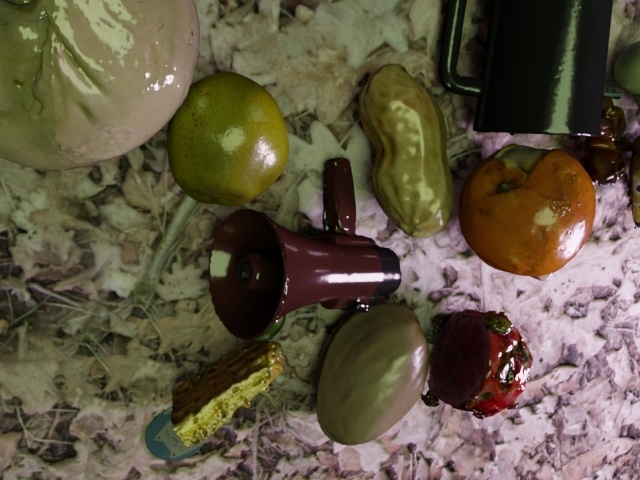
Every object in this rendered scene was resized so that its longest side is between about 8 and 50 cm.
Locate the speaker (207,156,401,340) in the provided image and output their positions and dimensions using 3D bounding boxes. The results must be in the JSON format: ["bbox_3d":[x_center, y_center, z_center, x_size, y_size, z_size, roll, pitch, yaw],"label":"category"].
[{"bbox_3d":[-0.020,0.011,0.898,0.330,0.259,0.198,-6,153,-46],"label":"speaker"}]

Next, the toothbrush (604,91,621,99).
[{"bbox_3d":[0.517,-0.298,1.068,0.220,0.016,0.019,-2,97,-17],"label":"toothbrush"}]

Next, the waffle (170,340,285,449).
[{"bbox_3d":[-0.154,0.245,0.916,0.211,0.160,0.055,-35,104,-11],"label":"waffle"}]

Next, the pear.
[{"bbox_3d":[-0.136,-0.148,0.792,0.198,0.198,0.198,-5,107,-18],"label":"pear"}]

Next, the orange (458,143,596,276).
[{"bbox_3d":[0.368,-0.056,0.964,0.240,0.240,0.239,-5,107,-18],"label":"orange"}]

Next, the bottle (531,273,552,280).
[{"bbox_3d":[0.432,0.051,1.094,0.045,0.096,0.045,-5,105,-18],"label":"bottle"}]

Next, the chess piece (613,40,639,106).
[{"bbox_3d":[0.702,-0.307,1.074,0.251,0.144,0.144,29,94,-17],"label":"chess piece"}]

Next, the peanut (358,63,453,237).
[{"bbox_3d":[0.150,-0.150,0.919,0.147,0.147,0.305,-15,106,-15],"label":"peanut"}]

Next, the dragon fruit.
[{"bbox_3d":[0.324,0.252,1.069,0.147,0.211,0.282,14,126,-16],"label":"dragon fruit"}]

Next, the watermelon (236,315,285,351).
[{"bbox_3d":[-0.114,0.133,0.930,0.109,0.109,0.108,-5,107,-18],"label":"watermelon"}]

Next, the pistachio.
[{"bbox_3d":[0.091,0.249,1.001,0.197,0.166,0.288,35,97,-1],"label":"pistachio"}]

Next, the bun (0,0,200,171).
[{"bbox_3d":[-0.314,-0.261,0.642,0.326,0.234,0.361,28,91,-6],"label":"bun"}]

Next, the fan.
[{"bbox_3d":[-0.242,0.348,0.995,0.175,0.005,0.113,-30,112,-7],"label":"fan"}]

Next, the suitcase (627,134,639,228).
[{"bbox_3d":[0.730,-0.128,1.065,0.235,0.194,0.143,51,48,-48],"label":"suitcase"}]

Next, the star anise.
[{"bbox_3d":[0.558,-0.189,1.043,0.111,0.196,0.212,-3,75,13],"label":"star anise"}]

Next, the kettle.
[{"bbox_3d":[0.367,-0.341,0.934,0.203,0.262,0.307,-15,110,-52],"label":"kettle"}]
